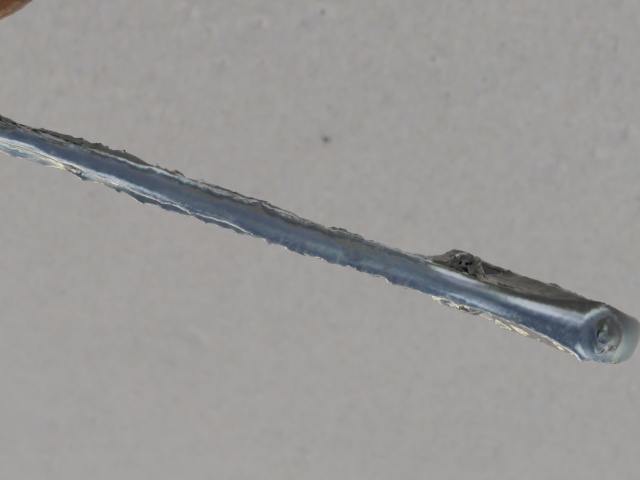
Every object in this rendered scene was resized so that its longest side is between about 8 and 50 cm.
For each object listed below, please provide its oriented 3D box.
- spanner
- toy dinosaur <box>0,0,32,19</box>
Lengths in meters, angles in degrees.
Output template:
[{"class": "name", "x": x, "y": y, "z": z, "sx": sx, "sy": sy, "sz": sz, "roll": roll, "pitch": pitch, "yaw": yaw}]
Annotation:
[{"class": "spanner", "x": 0.000, "y": 0.000, "z": 0.664, "sx": 0.325, "sy": 0.026, "sz": 0.093, "roll": 18, "pitch": -177, "yaw": -33}, {"class": "toy dinosaur", "x": -0.090, "y": -0.223, "z": 0.873, "sx": 0.208, "sy": 0.432, "sz": 0.097, "roll": -22, "pitch": 117, "yaw": 27}]
